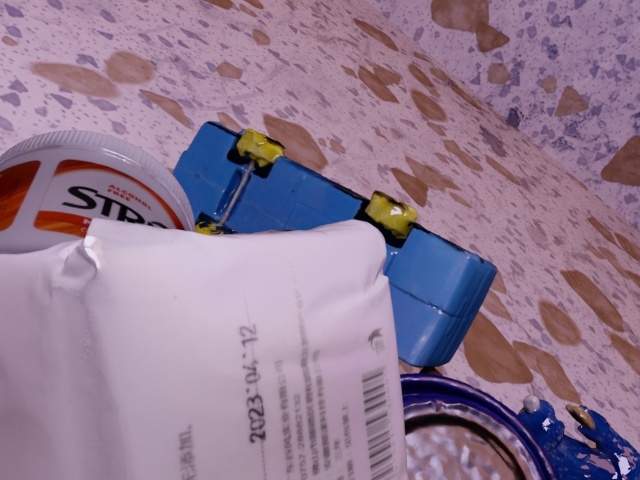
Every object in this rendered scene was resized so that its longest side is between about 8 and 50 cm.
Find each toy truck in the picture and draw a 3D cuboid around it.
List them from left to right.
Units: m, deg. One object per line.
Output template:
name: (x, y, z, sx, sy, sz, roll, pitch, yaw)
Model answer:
toy truck: (0.000, 0.000, 0.969, 0.385, 0.161, 0.162, 28, 5, 28)

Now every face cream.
face cream: (-0.209, 0.037, 0.705, 0.201, 0.201, 0.187, 28, 28, -20)

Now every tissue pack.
tissue pack: (-0.078, 0.168, 0.504, 0.266, 0.194, 0.356, -4, 89, -53)

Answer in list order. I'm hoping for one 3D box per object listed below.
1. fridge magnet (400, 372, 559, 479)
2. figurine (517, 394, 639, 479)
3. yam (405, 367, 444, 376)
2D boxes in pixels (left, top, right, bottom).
fridge magnet: (0.102, 0.246, 0.776, 0.266, 0.112, 0.265, 4, 63, -8)
figurine: (0.285, 0.276, 0.972, 0.262, 0.164, 0.120, 44, 52, -20)
yam: (0.168, 0.264, 0.904, 0.279, 0.131, 0.131, 46, 28, 13)
